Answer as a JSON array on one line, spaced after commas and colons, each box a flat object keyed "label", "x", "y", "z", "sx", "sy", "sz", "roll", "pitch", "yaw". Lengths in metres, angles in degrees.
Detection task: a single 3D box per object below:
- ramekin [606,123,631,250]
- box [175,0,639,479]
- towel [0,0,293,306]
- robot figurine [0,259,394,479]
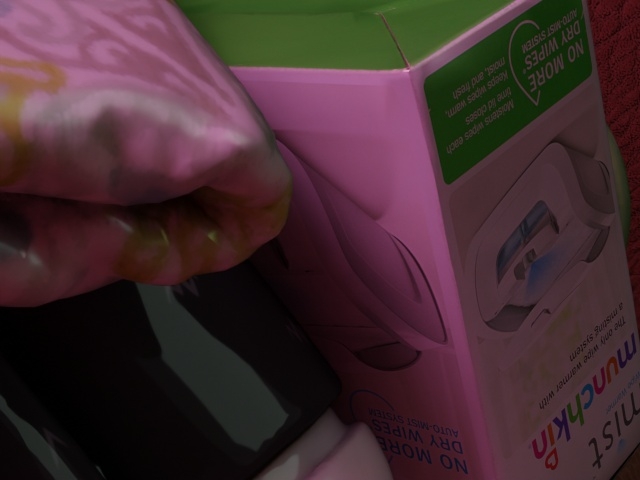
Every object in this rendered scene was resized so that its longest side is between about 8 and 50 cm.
[{"label": "ramekin", "x": 0.096, "y": -0.019, "z": 1.027, "sx": 0.303, "sy": 0.303, "sz": 0.148, "roll": 54, "pitch": 22, "yaw": 10}, {"label": "box", "x": 0.000, "y": 0.000, "z": 0.573, "sx": 0.126, "sy": 0.262, "sz": 0.231, "roll": -36, "pitch": 122, "yaw": -39}, {"label": "towel", "x": -0.230, "y": -0.103, "z": 0.351, "sx": 0.374, "sy": 0.090, "sz": 0.320, "roll": -1, "pitch": 44, "yaw": -37}, {"label": "robot figurine", "x": -0.095, "y": 0.064, "z": 0.473, "sx": 0.278, "sy": 0.173, "sz": 0.209, "roll": 52, "pitch": 38, "yaw": 3}]
